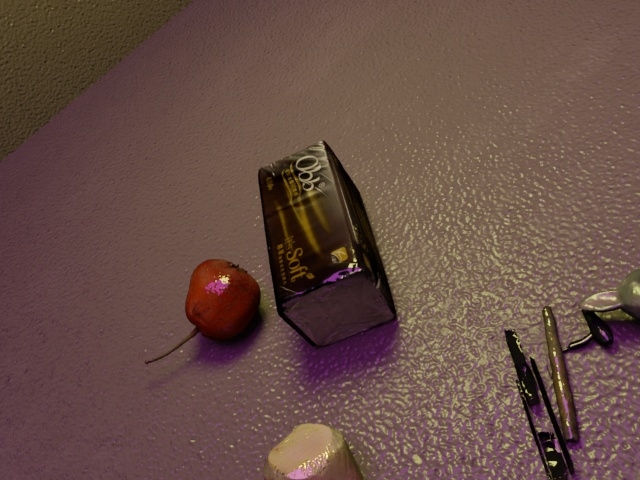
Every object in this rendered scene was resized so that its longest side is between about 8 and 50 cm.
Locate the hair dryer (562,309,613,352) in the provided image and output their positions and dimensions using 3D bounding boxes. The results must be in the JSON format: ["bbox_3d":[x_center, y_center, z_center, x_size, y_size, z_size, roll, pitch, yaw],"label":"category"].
[{"bbox_3d":[0.436,0.155,0.968,0.083,0.031,0.079,-32,37,12],"label":"hair dryer"}]

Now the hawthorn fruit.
[{"bbox_3d":[-0.250,0.171,1.214,0.285,0.165,0.165,-50,50,-7],"label":"hawthorn fruit"}]

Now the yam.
[{"bbox_3d":[0.387,0.210,0.946,0.029,0.027,0.234,-14,50,22],"label":"yam"}]

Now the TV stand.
[{"bbox_3d":[0.343,0.256,0.926,0.042,0.036,0.249,-19,49,14],"label":"TV stand"}]

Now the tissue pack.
[{"bbox_3d":[0.000,0.000,1.181,0.198,0.210,0.369,-26,50,15],"label":"tissue pack"}]

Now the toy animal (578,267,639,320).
[{"bbox_3d":[0.535,0.092,0.890,0.237,0.138,0.107,17,93,24],"label":"toy animal"}]

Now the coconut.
[{"bbox_3d":[-0.006,0.386,0.929,0.147,0.152,0.147,-21,17,7],"label":"coconut"}]
